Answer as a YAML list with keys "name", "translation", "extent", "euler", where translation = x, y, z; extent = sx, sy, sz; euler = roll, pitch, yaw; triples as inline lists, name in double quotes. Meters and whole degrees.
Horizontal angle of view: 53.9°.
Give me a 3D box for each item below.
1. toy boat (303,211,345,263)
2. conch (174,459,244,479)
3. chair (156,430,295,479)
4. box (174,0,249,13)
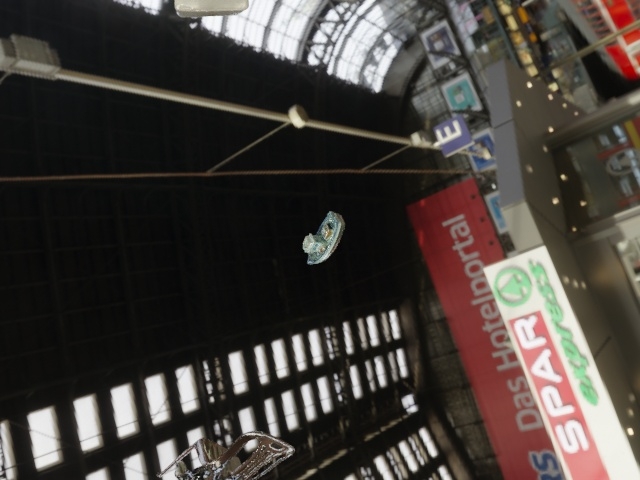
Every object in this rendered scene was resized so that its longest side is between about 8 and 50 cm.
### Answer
- name: "toy boat"
  translation: [0.000, 0.000, 1.345]
  extent: [0.066, 0.140, 0.059]
  euler: [4, -138, -29]
- name: "conch"
  translation: [-0.278, 0.607, 1.365]
  extent: [0.186, 0.313, 0.240]
  euler: [34, -160, -6]
- name: "chair"
  translation: [-0.243, 0.582, 1.651]
  extent: [0.175, 0.326, 0.183]
  euler: [44, -179, -37]
- name: "box"
  translation: [-0.105, -0.317, 0.541]
  extent: [0.149, 0.067, 0.233]
  euler: [-128, 34, -68]
